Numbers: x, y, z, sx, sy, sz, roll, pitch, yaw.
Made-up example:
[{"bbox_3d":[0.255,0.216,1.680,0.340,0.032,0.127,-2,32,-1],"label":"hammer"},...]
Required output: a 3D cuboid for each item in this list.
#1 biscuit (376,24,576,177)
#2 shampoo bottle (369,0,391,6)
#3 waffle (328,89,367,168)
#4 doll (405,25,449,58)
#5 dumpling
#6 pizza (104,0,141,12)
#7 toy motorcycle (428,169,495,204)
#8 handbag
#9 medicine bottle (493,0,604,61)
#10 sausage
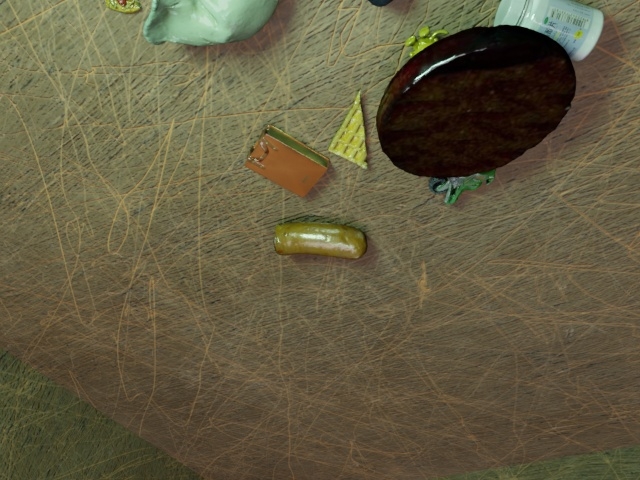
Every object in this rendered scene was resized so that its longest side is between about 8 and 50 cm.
[{"bbox_3d":[0.315,-0.279,1.187,0.406,0.091,0.407,-6,149,-4],"label":"biscuit"},{"bbox_3d":[0.026,-0.567,1.005,0.078,0.134,0.359,-39,145,16],"label":"shampoo bottle"},{"bbox_3d":[0.107,-0.270,1.394,0.125,0.032,0.191,26,134,-11],"label":"waffle"},{"bbox_3d":[0.265,-0.374,1.226,0.145,0.096,0.188,-11,126,10],"label":"doll"},{"bbox_3d":[-0.222,-0.513,1.126,0.269,0.212,0.321,-3,131,-38],"label":"dumpling"},{"bbox_3d":[-0.444,-0.539,1.254,0.083,0.025,0.078,6,136,7],"label":"pizza"},{"bbox_3d":[0.367,-0.162,1.427,0.106,0.074,0.190,34,131,-31],"label":"toy motorcycle"},{"bbox_3d":[-0.090,-0.204,1.479,0.190,0.063,0.127,29,132,-19],"label":"handbag"},{"bbox_3d":[0.448,-0.431,1.125,0.186,0.103,0.103,16,134,-5],"label":"medicine bottle"},{"bbox_3d":[0.000,-0.002,1.628,0.270,0.109,0.109,4,134,8],"label":"sausage"}]
